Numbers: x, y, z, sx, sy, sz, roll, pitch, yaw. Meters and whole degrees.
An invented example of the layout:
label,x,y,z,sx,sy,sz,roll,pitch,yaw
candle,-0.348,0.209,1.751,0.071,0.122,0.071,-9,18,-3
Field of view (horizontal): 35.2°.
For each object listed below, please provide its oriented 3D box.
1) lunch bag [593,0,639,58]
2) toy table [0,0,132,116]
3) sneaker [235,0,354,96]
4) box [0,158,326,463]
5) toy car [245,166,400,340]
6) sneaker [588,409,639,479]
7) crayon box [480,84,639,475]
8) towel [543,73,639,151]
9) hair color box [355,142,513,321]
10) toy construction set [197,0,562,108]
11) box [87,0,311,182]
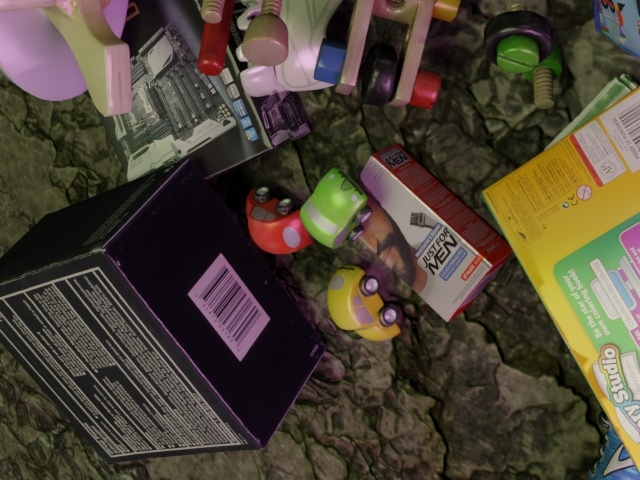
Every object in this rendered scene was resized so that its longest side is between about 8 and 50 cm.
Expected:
label,x,y,z,sx,sy,sz,roll,pitch,yaw
lunch bag,0.271,-0.238,0.717,0.221,0.138,0.293,-123,21,-60
toy table,-0.238,-0.259,0.992,0.161,0.252,0.274,29,138,45
sneaker,-0.023,-0.290,1.000,0.118,0.110,0.292,1,102,3
box,-0.208,0.095,1.198,0.294,0.183,0.296,-15,118,40
toy car,0.000,0.000,1.068,0.239,0.053,0.225,44,157,14
sneaker,0.311,0.189,0.936,0.147,0.130,0.330,53,123,17
crayon box,0.274,0.033,0.824,0.165,0.081,0.278,-35,73,28
towel,0.286,-0.061,0.903,0.152,0.023,0.113,47,132,9
hair color box,0.104,-0.009,1.042,0.167,0.053,0.093,44,130,16
toy construction set,0.045,-0.268,0.884,0.309,0.237,0.257,-3,153,16
box,-0.173,-0.217,1.151,0.242,0.076,0.307,-18,97,41
